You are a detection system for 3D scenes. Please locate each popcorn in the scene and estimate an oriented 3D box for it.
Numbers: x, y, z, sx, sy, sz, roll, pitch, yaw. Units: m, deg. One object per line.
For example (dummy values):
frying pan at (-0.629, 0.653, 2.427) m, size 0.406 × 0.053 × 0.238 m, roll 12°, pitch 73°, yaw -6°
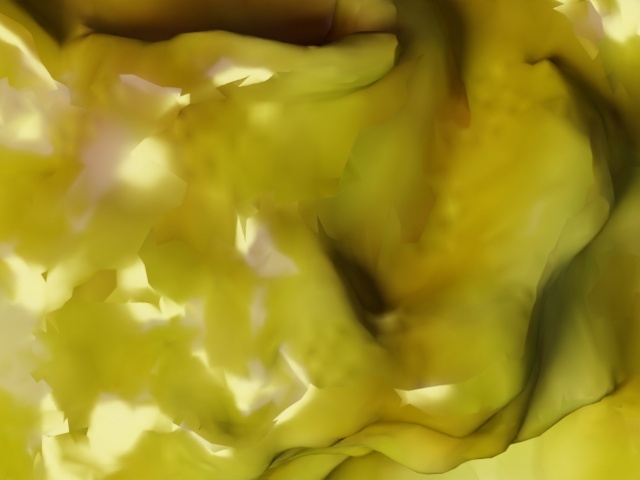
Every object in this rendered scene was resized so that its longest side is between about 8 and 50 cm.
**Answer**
popcorn at (-0.003, -0.015, 0.613) m, size 0.292 × 0.334 × 0.293 m, roll -102°, pitch 31°, yaw -42°
